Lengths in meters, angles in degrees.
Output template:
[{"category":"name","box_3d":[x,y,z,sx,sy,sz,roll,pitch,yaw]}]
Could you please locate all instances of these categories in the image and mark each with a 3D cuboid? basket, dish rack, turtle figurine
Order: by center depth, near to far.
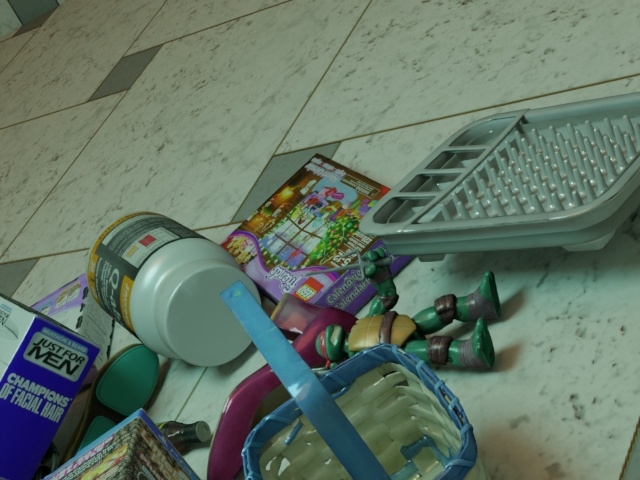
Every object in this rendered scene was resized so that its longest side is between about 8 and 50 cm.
[{"category":"basket","box_3d":[0.025,0.179,1.060,0.201,0.289,0.255,-33,24,-4]},{"category":"turtle figurine","box_3d":[0.070,0.095,1.311,0.234,0.118,0.175,-7,57,19]},{"category":"dish rack","box_3d":[0.235,-0.063,1.342,0.333,0.072,0.285,-6,27,45]}]

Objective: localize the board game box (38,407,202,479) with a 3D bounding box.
[{"category":"board game box","box_3d":[-0.241,0.334,1.226,0.232,0.141,0.291,-36,12,7]}]

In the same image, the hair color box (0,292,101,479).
[{"category":"hair color box","box_3d":[-0.420,0.242,1.506,0.185,0.110,0.339,15,77,57]}]

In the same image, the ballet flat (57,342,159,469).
[{"category":"ballet flat","box_3d":[-0.280,0.230,1.571,0.073,0.080,0.232,-38,20,46]}]

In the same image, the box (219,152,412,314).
[{"category":"box","box_3d":[0.000,0.000,1.587,0.201,0.057,0.293,-44,29,-8]}]

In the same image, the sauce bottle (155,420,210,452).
[{"category":"sauce bottle","box_3d":[-0.187,0.239,1.481,0.128,0.042,0.042,-16,36,33]}]

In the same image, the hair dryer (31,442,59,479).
[{"category":"hair dryer","box_3d":[-0.374,0.268,1.596,0.223,0.080,0.293,-36,39,30]}]

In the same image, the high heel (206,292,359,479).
[{"category":"high heel","box_3d":[-0.035,0.183,1.383,0.117,0.082,0.244,22,70,14]}]

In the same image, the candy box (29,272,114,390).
[{"category":"candy box","box_3d":[-0.391,0.157,1.803,0.165,0.070,0.196,-30,29,16]}]

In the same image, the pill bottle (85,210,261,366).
[{"category":"pill bottle","box_3d":[-0.195,0.063,1.617,0.162,0.162,0.278,-45,29,-11]}]
